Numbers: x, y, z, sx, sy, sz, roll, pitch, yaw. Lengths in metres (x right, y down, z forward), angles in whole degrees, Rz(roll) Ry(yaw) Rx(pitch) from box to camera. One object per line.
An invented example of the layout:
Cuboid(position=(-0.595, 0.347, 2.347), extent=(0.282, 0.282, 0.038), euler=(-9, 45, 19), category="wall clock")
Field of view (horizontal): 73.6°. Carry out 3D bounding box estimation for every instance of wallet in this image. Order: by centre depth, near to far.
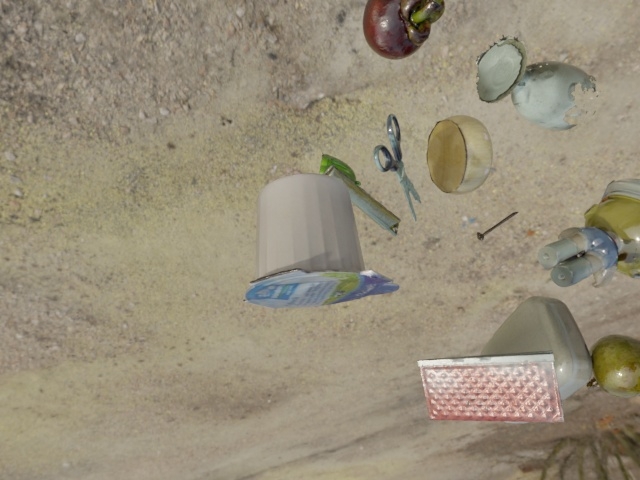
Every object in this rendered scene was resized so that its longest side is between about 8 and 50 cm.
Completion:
Cuboid(position=(0.254, 0.225, 0.651), extent=(0.196, 0.103, 0.020), euler=(-12, 178, 25), category="wallet")

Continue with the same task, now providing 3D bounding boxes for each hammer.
Cuboid(position=(0.685, -0.061, 1.660), extent=(0.178, 0.065, 0.021), euler=(-39, 100, 14), category="hammer")

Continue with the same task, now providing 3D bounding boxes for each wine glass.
Cuboid(position=(0.617, -0.436, 1.223), extent=(0.356, 0.191, 0.191), euler=(9, 136, -27), category="wine glass")

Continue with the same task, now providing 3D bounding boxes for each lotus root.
Cuboid(position=(0.072, -0.231, 1.635), extent=(0.186, 0.186, 0.186), euler=(-9, 142, -7), category="lotus root")

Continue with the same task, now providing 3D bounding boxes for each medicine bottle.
Cuboid(position=(0.586, 0.342, 1.203), extent=(0.122, 0.283, 0.375), euler=(7, 138, -6), category="medicine bottle")

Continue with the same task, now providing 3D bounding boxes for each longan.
Cuboid(position=(0.728, 0.312, 1.052), extent=(0.154, 0.145, 0.176), euler=(6, 135, -46), category="longan")

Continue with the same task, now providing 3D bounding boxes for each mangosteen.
Cuboid(position=(0.249, -0.652, 1.254), extent=(0.215, 0.215, 0.257), euler=(22, 172, -38), category="mangosteen")

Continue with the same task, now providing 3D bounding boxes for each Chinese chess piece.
Cuboid(position=(0.451, -0.279, 1.407), extent=(0.104, 0.257, 0.257), euler=(-8, 141, -13), category="Chinese chess piece")

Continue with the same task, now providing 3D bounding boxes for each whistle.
Cuboid(position=(0.141, -0.124, 1.387), extent=(0.326, 0.068, 0.057), euler=(38, 141, -22), category="whistle")

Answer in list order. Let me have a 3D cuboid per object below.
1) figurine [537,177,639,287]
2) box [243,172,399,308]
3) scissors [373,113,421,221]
Cuboid(position=(0.677, 0.003, 0.951), extent=(0.381, 0.224, 0.205), euler=(-33, 159, -25), category="figurine")
Cuboid(position=(0.000, 0.000, 0.801), extent=(0.290, 0.207, 0.262), euler=(-2, 160, -13), category="box")
Cuboid(position=(0.289, -0.231, 1.524), extent=(0.029, 0.256, 0.384), euler=(-4, 133, 33), category="scissors")
